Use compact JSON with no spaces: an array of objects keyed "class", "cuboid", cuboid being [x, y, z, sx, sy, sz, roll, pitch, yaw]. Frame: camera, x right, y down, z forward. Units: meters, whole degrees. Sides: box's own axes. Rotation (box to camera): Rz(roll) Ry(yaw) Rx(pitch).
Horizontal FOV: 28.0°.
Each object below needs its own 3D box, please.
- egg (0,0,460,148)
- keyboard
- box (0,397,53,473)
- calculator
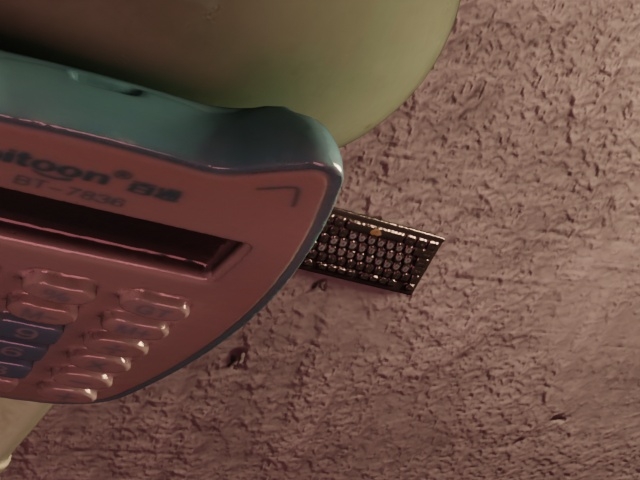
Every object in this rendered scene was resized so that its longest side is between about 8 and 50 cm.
[{"class":"egg","cuboid":[-0.089,-0.183,0.635,0.388,0.276,0.276,27,118,-36]},{"class":"keyboard","cuboid":[0.000,0.000,0.993,0.198,0.010,0.064,14,122,-25]},{"class":"box","cuboid":[-0.290,0.028,0.840,0.182,0.175,0.312,-44,127,11]},{"class":"calculator","cuboid":[-0.161,0.012,0.648,0.256,0.055,0.386,13,149,-23]}]
